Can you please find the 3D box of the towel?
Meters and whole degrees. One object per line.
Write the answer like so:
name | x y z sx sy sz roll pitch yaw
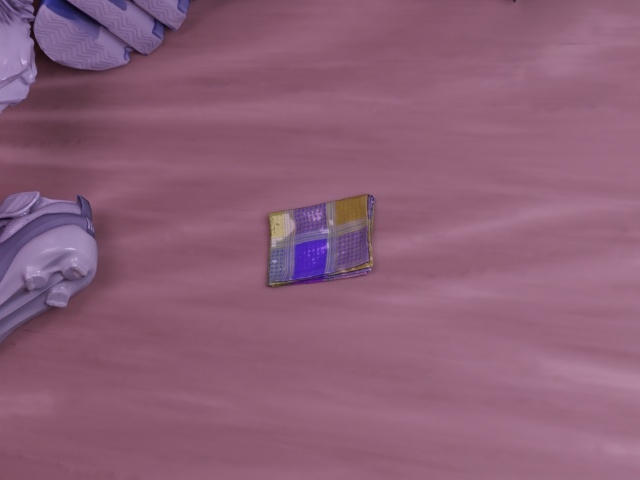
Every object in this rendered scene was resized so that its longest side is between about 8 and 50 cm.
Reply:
towel | 0.000 0.000 1.043 0.083 0.009 0.060 -9 64 25

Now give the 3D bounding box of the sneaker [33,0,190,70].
sneaker | -0.102 -0.283 1.165 0.316 0.127 0.182 -27 59 18

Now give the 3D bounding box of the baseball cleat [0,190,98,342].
baseball cleat | -0.254 0.033 1.145 0.206 0.072 0.109 -25 43 12

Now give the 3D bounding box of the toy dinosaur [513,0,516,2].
toy dinosaur | 0.180 -0.259 0.966 0.218 0.164 0.322 -32 65 16

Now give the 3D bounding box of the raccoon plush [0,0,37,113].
raccoon plush | -0.409 -0.232 1.241 0.299 0.216 0.446 -47 56 52
